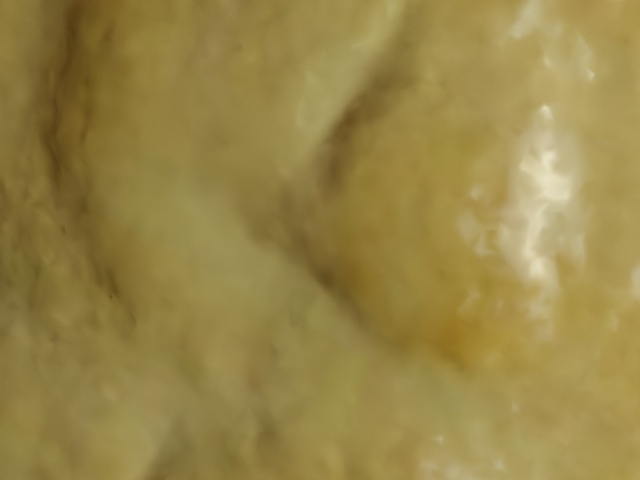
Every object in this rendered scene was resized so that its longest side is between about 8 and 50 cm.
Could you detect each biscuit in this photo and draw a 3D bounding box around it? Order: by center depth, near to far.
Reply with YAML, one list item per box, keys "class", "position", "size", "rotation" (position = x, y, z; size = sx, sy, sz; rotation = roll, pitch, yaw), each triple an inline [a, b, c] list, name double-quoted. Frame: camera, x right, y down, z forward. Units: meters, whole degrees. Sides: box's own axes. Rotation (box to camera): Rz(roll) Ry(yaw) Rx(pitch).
- class: "biscuit"
  position: [-0.001, 0.000, 0.702]
  size: [0.429, 0.104, 0.446]
  rotation: [33, 118, 17]
